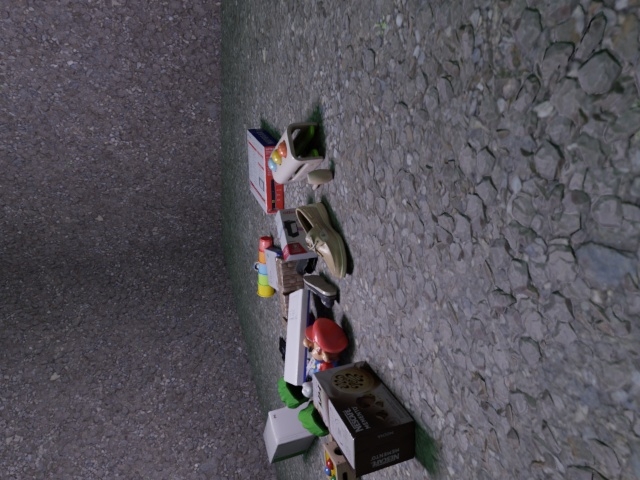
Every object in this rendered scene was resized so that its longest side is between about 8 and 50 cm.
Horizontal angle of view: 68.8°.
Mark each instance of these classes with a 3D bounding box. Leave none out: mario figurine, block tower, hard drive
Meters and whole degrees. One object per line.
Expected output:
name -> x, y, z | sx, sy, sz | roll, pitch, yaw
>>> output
mario figurine -> -0.004, 0.397, 1.557 | 0.198, 0.170, 0.320 | -131, 35, -61
block tower -> -0.121, 0.213, 1.939 | 0.091, 0.097, 0.334 | -156, 61, -68
hard drive -> -0.084, 0.344, 1.671 | 0.210, 0.041, 0.318 | 142, 132, -71

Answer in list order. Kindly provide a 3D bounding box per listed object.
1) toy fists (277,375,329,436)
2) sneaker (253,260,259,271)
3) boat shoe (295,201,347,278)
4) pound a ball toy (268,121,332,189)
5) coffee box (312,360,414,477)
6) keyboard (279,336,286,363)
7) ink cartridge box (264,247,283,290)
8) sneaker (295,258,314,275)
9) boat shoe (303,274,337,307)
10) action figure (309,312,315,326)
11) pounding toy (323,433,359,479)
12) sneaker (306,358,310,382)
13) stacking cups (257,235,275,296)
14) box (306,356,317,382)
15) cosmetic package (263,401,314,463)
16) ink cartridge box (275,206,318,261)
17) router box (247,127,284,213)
toy fists -> -0.062, 0.640, 1.814 | 0.279, 0.096, 0.142 | 48, 142, 5
sneaker -> -0.325, 0.135, 2.529 | 0.185, 0.084, 0.069 | 151, 109, -70
boat shoe -> 0.000, 0.000, 1.469 | 0.109, 0.098, 0.302 | 103, 152, -48
pound a ball toy -> -0.083, -0.251, 1.548 | 0.319, 0.136, 0.207 | 156, 105, -72
coffee box -> 0.106, 0.463, 1.254 | 0.297, 0.168, 0.118 | -140, 45, -64
keyboard -> -0.182, 0.576, 2.402 | 0.180, 0.023, 0.108 | -146, 57, -67
ink cartridge box -> -0.194, 0.135, 2.175 | 0.311, 0.065, 0.185 | -169, 71, -73
sneaker -> -0.055, 0.098, 1.756 | 0.170, 0.051, 0.089 | 105, 155, -44
boat shoe -> -0.006, 0.171, 1.607 | 0.206, 0.075, 0.064 | -151, 57, -62
action figure -> -0.048, 0.360, 1.783 | 0.280, 0.092, 0.138 | -152, 65, -68
pounding toy -> 0.053, 0.760, 1.664 | 0.206, 0.094, 0.180 | -155, 58, -68
sneaker -> -0.063, 0.576, 1.908 | 0.234, 0.106, 0.078 | -132, 37, -59
stacking cups -> -0.276, 0.135, 2.385 | 0.096, 0.096, 0.315 | -128, 36, -56
box -> -0.024, 0.516, 1.830 | 0.081, 0.028, 0.136 | -61, 26, 3
cosmetic package -> -0.147, 0.895, 2.169 | 0.365, 0.197, 0.155 | 105, 151, -53
ink cartridge box -> -0.078, -0.025, 1.645 | 0.072, 0.128, 0.174 | 125, 133, -63
router box -> -0.251, -0.319, 2.103 | 0.335, 0.082, 0.300 | -129, 35, -57
